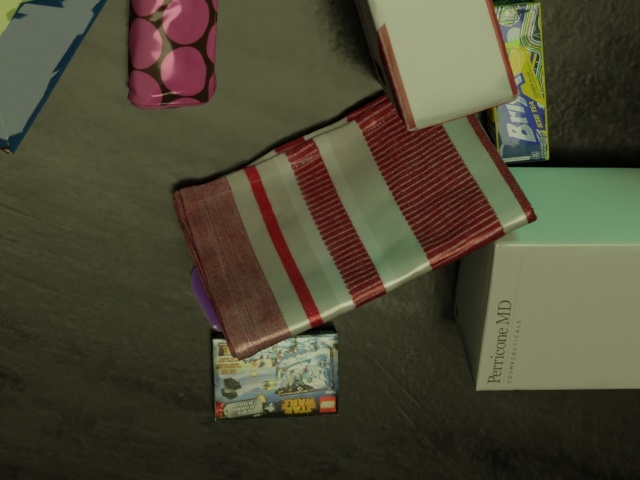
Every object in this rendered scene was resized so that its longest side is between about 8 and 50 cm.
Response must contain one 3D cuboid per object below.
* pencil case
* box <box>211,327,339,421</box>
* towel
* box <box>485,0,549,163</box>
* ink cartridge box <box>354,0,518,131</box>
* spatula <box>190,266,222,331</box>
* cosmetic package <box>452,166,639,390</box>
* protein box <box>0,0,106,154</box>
[{"bbox_3d":[-0.144,-0.237,1.891,0.098,0.095,0.209,-1,106,-23],"label":"pencil case"},{"bbox_3d":[-0.049,0.145,2.023,0.137,0.027,0.094,-2,102,-6],"label":"box"},{"bbox_3d":[0.026,-0.032,1.893,0.329,0.237,0.037,-25,137,-1],"label":"towel"},{"bbox_3d":[0.203,-0.167,1.965,0.059,0.054,0.169,-6,105,-5],"label":"box"},{"bbox_3d":[0.095,-0.236,1.825,0.114,0.273,0.197,-17,105,1],"label":"ink cartridge box"},{"bbox_3d":[0.000,0.000,1.992,0.296,0.030,0.084,-28,103,1],"label":"spatula"},{"bbox_3d":[0.336,0.039,1.958,0.365,0.155,0.197,-2,124,-7],"label":"cosmetic package"},{"bbox_3d":[-0.303,-0.215,1.817,0.136,0.201,0.200,31,98,-13],"label":"protein box"}]
